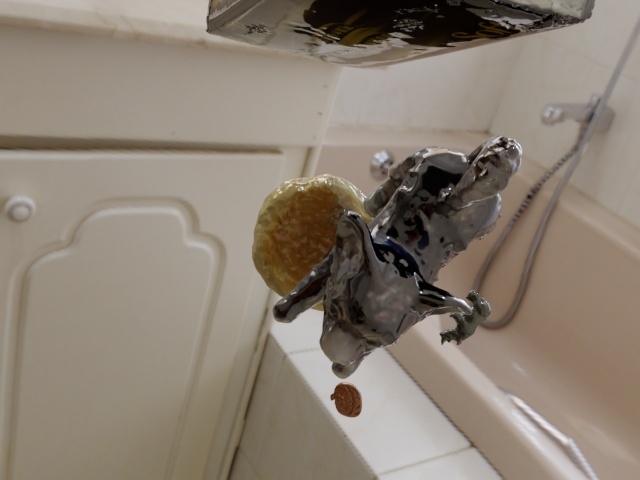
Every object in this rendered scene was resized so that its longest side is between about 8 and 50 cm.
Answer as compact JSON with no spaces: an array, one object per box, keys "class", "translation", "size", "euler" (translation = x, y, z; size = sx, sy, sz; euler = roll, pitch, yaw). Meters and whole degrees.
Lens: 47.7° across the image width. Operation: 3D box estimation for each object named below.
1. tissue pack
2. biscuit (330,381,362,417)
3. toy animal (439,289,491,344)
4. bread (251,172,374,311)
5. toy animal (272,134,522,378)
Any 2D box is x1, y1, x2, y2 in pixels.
[{"class":"tissue pack","translation":[0.047,-0.266,0.603],"size":[0.210,0.198,0.370],"euler":[10,4,-21]},{"class":"biscuit","translation":[0.057,0.359,1.631],"size":[0.078,0.091,0.015],"euler":[4,24,25]},{"class":"toy animal","translation":[0.303,0.174,1.541],"size":[0.065,0.136,0.047],"euler":[43,8,14]},{"class":"bread","translation":[0.000,0.000,1.274],"size":[0.244,0.244,0.134],"euler":[18,7,3]},{"class":"toy animal","translation":[0.109,0.014,0.933],"size":[0.194,0.302,0.344],"euler":[39,69,-4]}]
